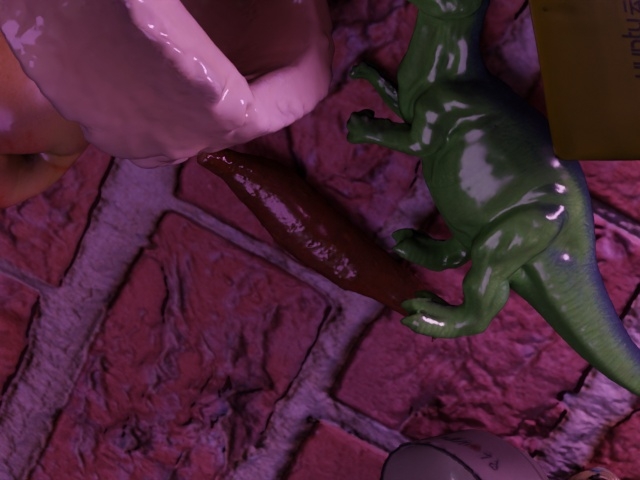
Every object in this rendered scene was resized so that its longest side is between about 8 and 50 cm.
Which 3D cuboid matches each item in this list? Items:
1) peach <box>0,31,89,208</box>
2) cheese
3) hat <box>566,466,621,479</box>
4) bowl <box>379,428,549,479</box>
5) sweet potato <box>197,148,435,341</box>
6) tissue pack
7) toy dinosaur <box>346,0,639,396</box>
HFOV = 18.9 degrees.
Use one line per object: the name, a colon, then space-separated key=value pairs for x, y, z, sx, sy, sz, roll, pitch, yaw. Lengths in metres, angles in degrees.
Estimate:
peach: x=-0.320 y=-0.153 z=1.857 sx=0.232 sy=0.232 sz=0.232 roll=11 pitch=131 yaw=13
cheese: x=-0.132 y=-0.214 z=1.648 sx=0.153 sy=0.292 sz=0.332 roll=-17 pitch=125 yaw=32
hat: x=0.292 y=0.277 z=2.035 sx=0.077 sy=0.059 sz=0.076 roll=-21 pitch=101 yaw=28
bowl: x=0.172 y=0.287 z=2.027 sx=0.211 sy=0.112 sz=0.211 roll=28 pitch=129 yaw=40
sweet potato: x=0.000 y=0.000 z=1.923 sx=0.314 sy=0.066 sz=0.072 roll=41 pitch=137 yaw=-17
tissue pack: x=0.279 y=-0.216 z=1.562 sx=0.200 sy=0.167 sz=0.275 roll=1 pitch=127 yaw=22
toy dinosaur: x=0.239 y=-0.058 z=1.766 sx=0.500 sy=0.144 sz=0.374 roll=20 pitch=120 yaw=1
